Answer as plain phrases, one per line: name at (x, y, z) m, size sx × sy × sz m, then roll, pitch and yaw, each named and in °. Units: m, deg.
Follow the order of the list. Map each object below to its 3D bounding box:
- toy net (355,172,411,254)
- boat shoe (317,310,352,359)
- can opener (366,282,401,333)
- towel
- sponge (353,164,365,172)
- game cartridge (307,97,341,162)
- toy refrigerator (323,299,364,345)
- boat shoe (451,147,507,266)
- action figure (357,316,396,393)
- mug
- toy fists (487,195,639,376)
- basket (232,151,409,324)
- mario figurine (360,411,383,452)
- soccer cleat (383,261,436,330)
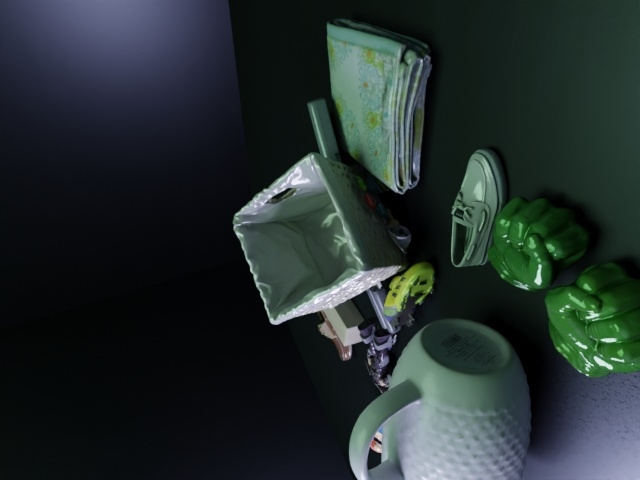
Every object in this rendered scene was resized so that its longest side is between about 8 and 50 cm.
toy net at (0.172, -0.072, 1.067) m, size 0.232 × 0.045 × 0.122 m, roll 61°, pitch -157°, yaw 3°
boat shoe at (0.044, 0.373, 1.849) m, size 0.123 × 0.116 × 0.325 m, roll 128°, pitch 124°, yaw -70°
can opener at (0.184, 0.146, 1.260) m, size 0.074 × 0.093 × 0.281 m, roll 24°, pitch 136°, yaw 66°
towel at (0.117, -0.324, 0.994) m, size 0.374 × 0.090 × 0.321 m, roll -126°, pitch 26°, yaw -49°
sponge at (0.045, -0.191, 1.304) m, size 0.210 × 0.117 × 0.031 m, roll -179°, pitch 72°, yaw -72°
game cartridge at (0.015, -0.306, 1.235) m, size 0.297 × 0.062 × 0.198 m, roll -56°, pitch -53°, yaw -84°
toy refrigerator at (0.083, 0.280, 1.685) m, size 0.270 × 0.094 × 0.102 m, roll -126°, pitch 32°, yaw -47°
boat shoe at (0.277, -0.048, 0.759) m, size 0.083 × 0.075 × 0.227 m, roll -138°, pitch 35°, yaw -60°
action figure at (0.203, 0.393, 1.406) m, size 0.185 × 0.099 × 0.285 m, roll 40°, pitch 147°, yaw 50°
mug at (0.221, 0.345, 0.807) m, size 0.276 × 0.373 × 0.329 m, roll 39°, pitch 135°, yaw 55°
toy fists at (0.347, 0.056, 0.601) m, size 0.142 × 0.096 × 0.279 m, roll 97°, pitch 153°, yaw -51°
basket at (0.000, 0.000, 1.122) m, size 0.328 × 0.266 × 0.332 m, roll -33°, pitch 72°, yaw 30°
mario figurine at (0.233, 0.665, 1.433) m, size 0.321 × 0.169 × 0.198 m, roll 104°, pitch 144°, yaw -57°
soccer cleat at (0.217, 0.129, 1.102) m, size 0.289 × 0.093 × 0.121 m, roll 97°, pitch 157°, yaw -53°
